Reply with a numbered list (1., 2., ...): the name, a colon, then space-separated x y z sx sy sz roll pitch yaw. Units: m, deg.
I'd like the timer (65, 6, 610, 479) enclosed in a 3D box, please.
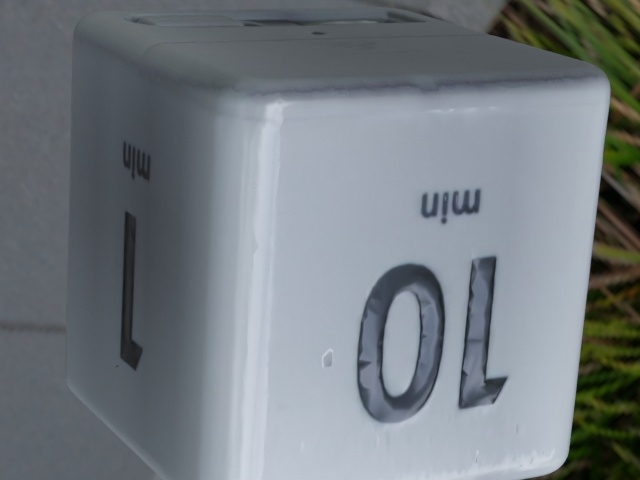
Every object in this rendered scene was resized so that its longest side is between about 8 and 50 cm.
1. timer: 0.000 0.000 0.761 0.192 0.194 0.195 -5 108 -29
